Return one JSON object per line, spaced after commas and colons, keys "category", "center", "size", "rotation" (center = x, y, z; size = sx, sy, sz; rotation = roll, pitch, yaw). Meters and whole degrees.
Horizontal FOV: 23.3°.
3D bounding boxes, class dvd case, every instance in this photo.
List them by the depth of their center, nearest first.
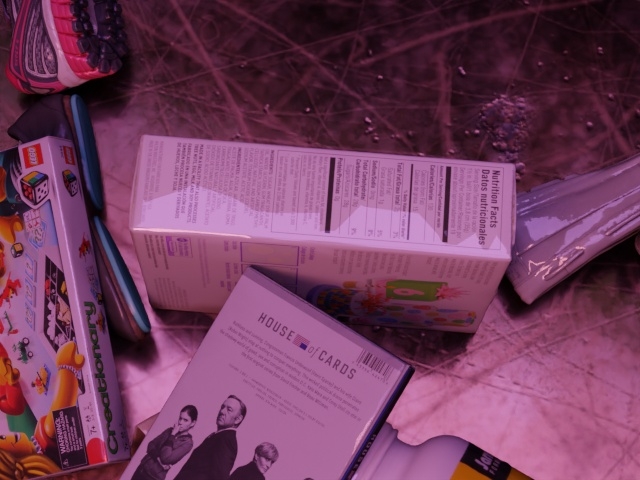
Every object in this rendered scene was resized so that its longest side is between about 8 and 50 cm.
{"category": "dvd case", "center": [-0.052, 0.167, 1.338], "size": [0.179, 0.029, 0.238], "rotation": [31, 89, 23]}

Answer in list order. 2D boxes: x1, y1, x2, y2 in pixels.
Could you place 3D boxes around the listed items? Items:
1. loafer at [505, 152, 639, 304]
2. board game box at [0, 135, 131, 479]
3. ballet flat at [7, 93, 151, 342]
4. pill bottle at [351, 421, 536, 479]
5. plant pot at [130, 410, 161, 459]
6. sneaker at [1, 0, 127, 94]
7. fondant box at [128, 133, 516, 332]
{"category": "loafer", "center": [0.323, -0.031, 1.533], "size": [0.319, 0.112, 0.111], "rotation": [-21, 79, 0]}
{"category": "board game box", "center": [-0.295, 0.074, 1.444], "size": [0.193, 0.053, 0.305], "rotation": [-15, 80, 20]}
{"category": "ballet flat", "center": [-0.244, -0.013, 1.519], "size": [0.096, 0.095, 0.280], "rotation": [-21, 64, 2]}
{"category": "pill bottle", "center": [0.143, 0.292, 1.377], "size": [0.334, 0.188, 0.188], "rotation": [30, 74, 7]}
{"category": "plant pot", "center": [-0.105, 0.199, 1.448], "size": [0.096, 0.109, 0.109], "rotation": [-38, 77, -24]}
{"category": "sneaker", "center": [-0.282, -0.292, 1.592], "size": [0.112, 0.121, 0.299], "rotation": [-18, 62, 24]}
{"category": "fondant box", "center": [0.000, 0.000, 1.439], "size": [0.330, 0.238, 0.096], "rotation": [6, 71, 0]}
